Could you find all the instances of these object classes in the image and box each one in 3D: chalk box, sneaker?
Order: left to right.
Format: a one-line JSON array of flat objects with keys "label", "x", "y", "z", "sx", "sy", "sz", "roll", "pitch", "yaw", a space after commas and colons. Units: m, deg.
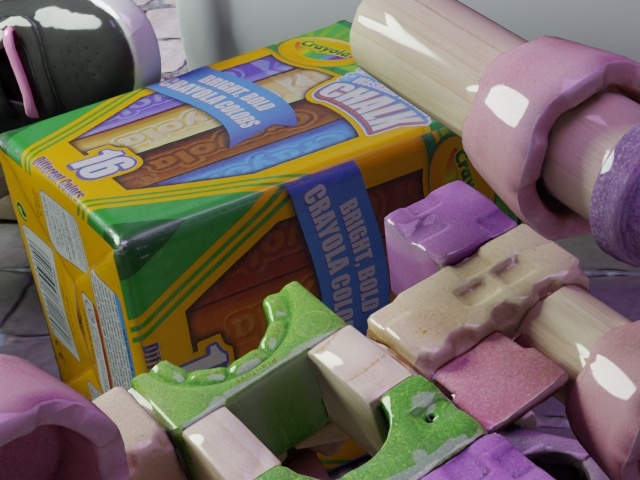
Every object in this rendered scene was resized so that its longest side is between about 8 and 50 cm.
[{"label": "sneaker", "x": -0.229, "y": -0.086, "z": 0.948, "sx": 0.296, "sy": 0.104, "sz": 0.147, "roll": 0, "pitch": 18, "yaw": 44}, {"label": "chalk box", "x": 0.000, "y": 0.000, "z": 0.873, "sx": 0.289, "sy": 0.180, "sz": 0.179, "roll": -21, "pitch": 31, "yaw": -21}]

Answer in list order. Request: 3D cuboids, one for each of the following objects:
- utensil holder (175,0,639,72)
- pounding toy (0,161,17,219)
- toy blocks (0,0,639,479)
[{"label": "utensil holder", "x": 0.142, "y": -0.202, "z": 1.065, "sx": 0.385, "sy": 0.327, "sz": 0.327, "roll": 9, "pitch": 32, "yaw": 24}, {"label": "pounding toy", "x": -0.217, "y": -0.055, "z": 1.132, "sx": 0.181, "sy": 0.094, "sz": 0.206, "roll": 5, "pitch": 40, "yaw": 13}, {"label": "toy blocks", "x": 0.036, "y": 0.117, "z": 0.554, "sx": 0.288, "sy": 0.309, "sz": 0.260, "roll": -31, "pitch": 43, "yaw": -20}]
